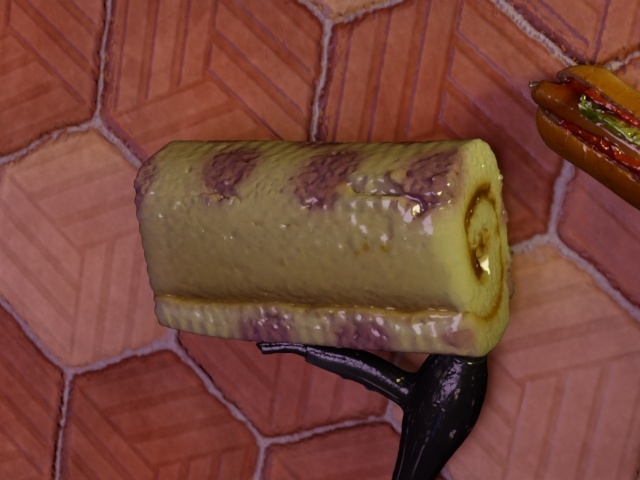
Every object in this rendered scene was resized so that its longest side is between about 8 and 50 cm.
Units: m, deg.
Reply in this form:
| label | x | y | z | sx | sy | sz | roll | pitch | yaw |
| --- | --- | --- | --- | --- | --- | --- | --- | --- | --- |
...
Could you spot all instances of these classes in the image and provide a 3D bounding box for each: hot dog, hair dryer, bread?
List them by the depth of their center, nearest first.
| label | x | y | z | sx | sy | sz | roll | pitch | yaw |
| --- | --- | --- | --- | --- | --- | --- | --- | --- | --- |
| hot dog | 0.273 | -0.072 | 1.189 | 0.236 | 0.062 | 0.092 | 34 | 117 | 19 |
| bread | 0.000 | 0.000 | 1.296 | 0.338 | 0.155 | 0.187 | 1 | 112 | 27 |
| hair dryer | 0.037 | 0.148 | 1.332 | 0.219 | 0.075 | 0.195 | 23 | 120 | 5 |
